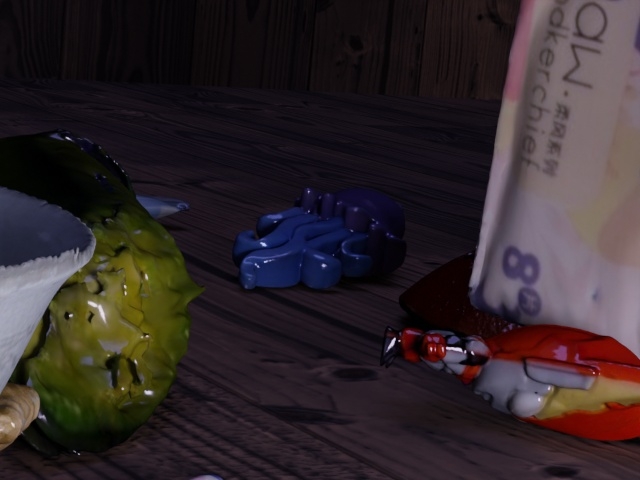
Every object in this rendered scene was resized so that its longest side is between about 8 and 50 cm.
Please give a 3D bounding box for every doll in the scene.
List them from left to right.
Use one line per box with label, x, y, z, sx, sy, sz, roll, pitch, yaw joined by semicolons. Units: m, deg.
doll;0.000;0.000;1.336;0.110;0.067;0.206;27;30;30
doll;0.118;0.070;0.945;0.169;0.057;0.109;17;-10;11

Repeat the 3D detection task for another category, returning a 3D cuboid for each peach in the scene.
peach;0.161;0.039;1.163;0.189;0.068;0.279;-2;12;-28

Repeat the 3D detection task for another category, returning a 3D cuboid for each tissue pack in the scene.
tissue pack;0.255;-0.029;0.954;0.343;0.242;0.125;21;21;33

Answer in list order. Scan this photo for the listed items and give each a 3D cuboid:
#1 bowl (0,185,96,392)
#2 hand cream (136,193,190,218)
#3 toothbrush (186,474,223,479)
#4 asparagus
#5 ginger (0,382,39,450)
bowl;-0.236;0.054;0.575;0.313;0.146;0.313;6;8;-1
hand cream;-0.219;-0.033;1.438;0.088;0.055;0.256;2;3;37
toothbrush;-0.069;0.125;0.626;0.027;0.021;0.269;12;9;7
asparagus;-0.138;0.020;0.970;0.128;0.108;0.382;-13;15;-13
ginger;-0.203;0.073;0.782;0.176;0.053;0.193;3;20;11
